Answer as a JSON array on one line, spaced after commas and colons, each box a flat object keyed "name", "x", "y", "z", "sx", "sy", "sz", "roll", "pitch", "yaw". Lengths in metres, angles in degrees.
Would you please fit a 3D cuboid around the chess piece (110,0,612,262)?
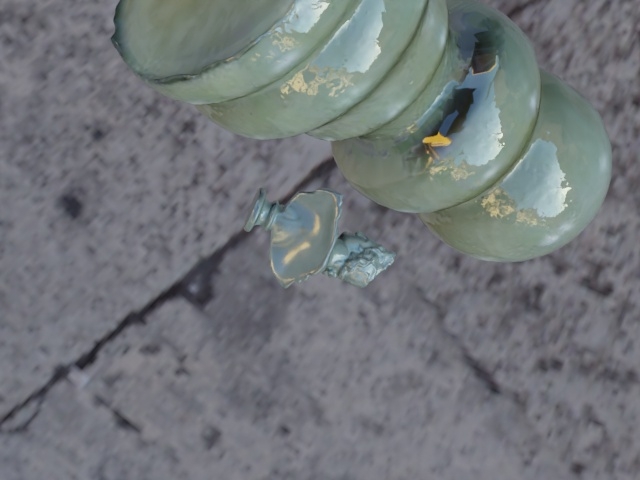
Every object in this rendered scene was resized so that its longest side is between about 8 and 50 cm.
[{"name": "chess piece", "x": 0.038, "y": -0.071, "z": 0.841, "sx": 0.133, "sy": 0.133, "sz": 0.243, "roll": -29, "pitch": 137, "yaw": 29}]

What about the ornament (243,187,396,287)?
[{"name": "ornament", "x": -0.004, "y": -0.001, "z": 1.187, "sx": 0.068, "sy": 0.041, "sz": 0.092, "roll": -37, "pitch": 103, "yaw": 11}]
